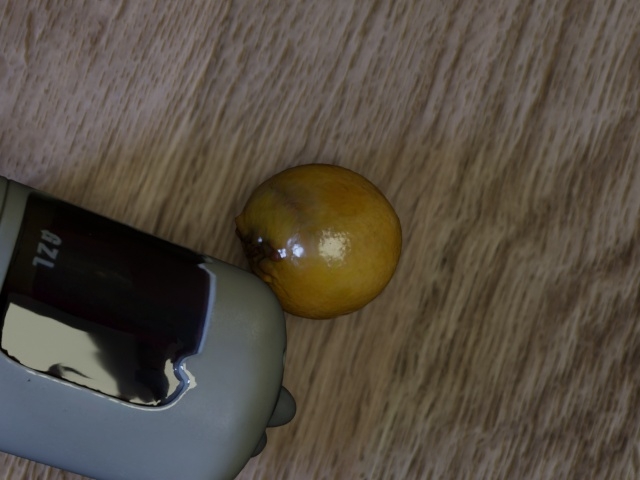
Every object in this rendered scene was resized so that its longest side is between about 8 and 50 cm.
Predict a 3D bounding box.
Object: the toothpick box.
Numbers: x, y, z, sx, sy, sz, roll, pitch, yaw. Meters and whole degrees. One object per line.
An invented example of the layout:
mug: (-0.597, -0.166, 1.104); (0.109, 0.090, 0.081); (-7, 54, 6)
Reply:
toothpick box: (-0.170, 0.099, 1.346); (0.316, 0.229, 0.229); (21, 88, -15)

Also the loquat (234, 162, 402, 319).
loquat: (0.000, 0.000, 1.414); (0.141, 0.141, 0.141); (-1, 93, -14)
